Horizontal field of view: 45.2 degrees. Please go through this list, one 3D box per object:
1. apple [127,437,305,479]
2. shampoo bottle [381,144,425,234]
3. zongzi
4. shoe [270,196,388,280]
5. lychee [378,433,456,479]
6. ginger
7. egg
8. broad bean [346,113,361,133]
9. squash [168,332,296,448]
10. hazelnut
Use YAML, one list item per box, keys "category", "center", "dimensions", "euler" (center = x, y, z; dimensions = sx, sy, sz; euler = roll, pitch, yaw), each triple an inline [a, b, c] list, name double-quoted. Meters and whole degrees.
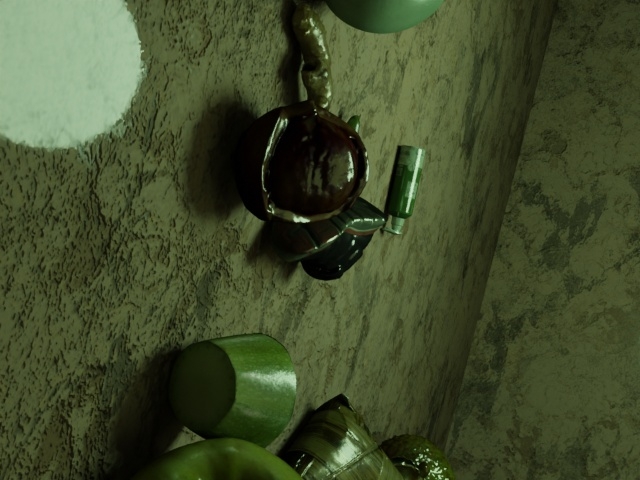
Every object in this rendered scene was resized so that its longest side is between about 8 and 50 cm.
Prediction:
- category: "apple"
  center: [-0.123, 0.410, 0.911]
  dimensions: [0.338, 0.338, 0.305]
  euler: [-4, 114, -67]
- category: "shampoo bottle"
  center: [0.190, -0.114, 1.769]
  dimensions: [0.065, 0.065, 0.205]
  euler: [6, 96, -68]
- category: "zongzi"
  center: [0.049, 0.492, 1.501]
  dimensions: [0.134, 0.288, 0.286]
  euler: [-37, -174, 44]
- category: "shoe"
  center: [0.000, 0.000, 1.316]
  dimensions: [0.291, 0.114, 0.137]
  euler: [-13, 136, -55]
- category: "lychee"
  center: [0.229, 0.648, 2.034]
  dimensions: [0.320, 0.269, 0.270]
  euler: [-40, -160, 57]
- category: "ginger"
  center: [-0.007, -0.225, 1.201]
  dimensions: [0.089, 0.075, 0.288]
  euler: [-85, 172, -63]
- category: "egg"
  center: [0.104, -0.426, 1.185]
  dimensions: [0.282, 0.202, 0.203]
  euler: [-40, 138, -49]
- category: "broad bean"
  center: [0.042, -0.089, 1.437]
  dimensions: [0.060, 0.043, 0.298]
  euler: [-8, 111, -57]
- category: "squash"
  center: [-0.125, 0.205, 1.050]
  dimensions: [0.122, 0.170, 0.170]
  euler: [21, 82, -55]
- category: "hazelnut"
  center: [-0.032, -0.103, 1.078]
  dimensions: [0.201, 0.160, 0.170]
  euler: [-29, 102, -57]
